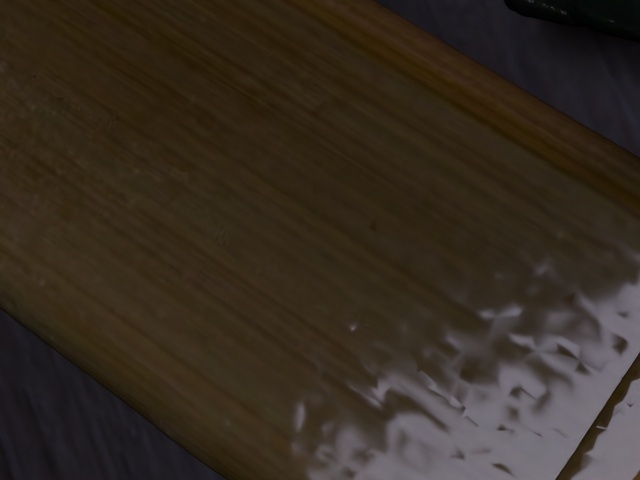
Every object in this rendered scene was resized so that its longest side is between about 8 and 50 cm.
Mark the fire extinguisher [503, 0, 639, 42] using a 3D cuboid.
[{"bbox_3d":[0.219,-0.090,0.636,0.311,0.114,0.095,17,44,17],"label":"fire extinguisher"}]

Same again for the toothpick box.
[{"bbox_3d":[0.000,0.000,0.654,0.308,0.187,0.190,34,93,23],"label":"toothpick box"}]
